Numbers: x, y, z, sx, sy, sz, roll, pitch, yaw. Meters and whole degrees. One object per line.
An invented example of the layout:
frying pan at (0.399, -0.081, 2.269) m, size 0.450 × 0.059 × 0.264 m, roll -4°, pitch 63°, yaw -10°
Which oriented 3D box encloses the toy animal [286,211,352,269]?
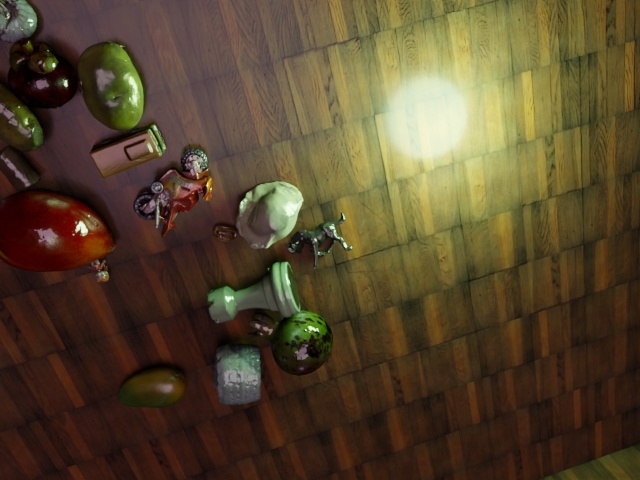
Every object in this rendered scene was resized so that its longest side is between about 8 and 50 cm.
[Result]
toy animal at (0.000, 0.000, 1.875) m, size 0.233 × 0.084 × 0.148 m, roll -29°, pitch 114°, yaw 5°

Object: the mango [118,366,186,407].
mango at (-0.618, 0.541, 1.958) m, size 0.251 × 0.114 × 0.156 m, roll -5°, pitch 124°, yaw 3°

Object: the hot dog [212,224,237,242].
hot dog at (-0.324, -0.024, 1.818) m, size 0.083 × 0.035 × 0.058 m, roll 7°, pitch 107°, yaw -15°

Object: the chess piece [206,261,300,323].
chess piece at (-0.235, 0.198, 1.862) m, size 0.299 × 0.194 × 0.194 m, roll -15°, pitch 115°, yaw 3°

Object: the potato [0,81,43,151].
potato at (-0.885, -0.355, 1.504) m, size 0.149 × 0.113 × 0.251 m, roll -23°, pitch 123°, yaw 39°

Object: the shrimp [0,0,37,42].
shrimp at (-0.924, -0.632, 1.386) m, size 0.343 × 0.116 × 0.145 m, roll 17°, pitch 107°, yaw -26°

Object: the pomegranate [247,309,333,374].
pomegranate at (-0.101, 0.348, 1.943) m, size 0.242 × 0.306 × 0.242 m, roll -43°, pitch 151°, yaw -30°

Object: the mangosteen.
mangosteen at (-0.765, -0.457, 1.454) m, size 0.200 × 0.200 × 0.199 m, roll -5°, pitch 113°, yaw -11°

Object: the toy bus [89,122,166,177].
toy bus at (-0.579, -0.273, 1.613) m, size 0.201 × 0.114 × 0.098 m, roll -21°, pitch 116°, yaw -3°

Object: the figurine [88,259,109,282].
figurine at (-0.737, 0.088, 1.772) m, size 0.064 × 0.047 × 0.109 m, roll -23°, pitch 95°, yaw 5°

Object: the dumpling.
dumpling at (-0.172, -0.094, 1.770) m, size 0.193 × 0.147 × 0.258 m, roll 40°, pitch 74°, yaw 10°

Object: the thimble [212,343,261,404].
thimble at (-0.305, 0.491, 1.948) m, size 0.172 × 0.204 × 0.250 m, roll -1°, pitch 130°, yaw -12°

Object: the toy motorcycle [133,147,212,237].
toy motorcycle at (-0.453, -0.152, 1.706) m, size 0.298 × 0.089 × 0.171 m, roll -42°, pitch 116°, yaw 7°

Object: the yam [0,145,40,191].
yam at (-0.907, -0.213, 1.586) m, size 0.084 × 0.084 × 0.127 m, roll -33°, pitch 116°, yaw 2°

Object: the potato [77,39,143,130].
potato at (-0.599, -0.437, 1.529) m, size 0.169 × 0.143 × 0.248 m, roll -17°, pitch 124°, yaw -10°

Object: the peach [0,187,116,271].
peach at (-0.818, -0.007, 1.620) m, size 0.362 × 0.201 × 0.257 m, roll 18°, pitch 107°, yaw -16°
